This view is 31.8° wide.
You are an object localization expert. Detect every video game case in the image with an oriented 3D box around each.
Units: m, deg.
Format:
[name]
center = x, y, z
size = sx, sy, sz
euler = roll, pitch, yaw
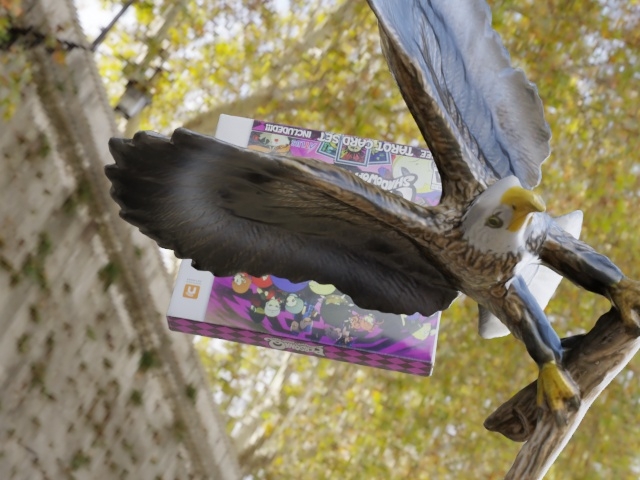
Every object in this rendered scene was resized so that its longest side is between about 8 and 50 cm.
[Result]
[video game case]
center = 0.000, 0.000, 0.997
size = 0.232, 0.210, 0.042
euler = 11, -26, 4

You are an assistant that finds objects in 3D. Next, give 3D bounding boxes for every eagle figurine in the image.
[eagle figurine]
center = 0.066, -0.026, 0.635
size = 0.298, 0.226, 0.225
euler = 40, -41, 0
